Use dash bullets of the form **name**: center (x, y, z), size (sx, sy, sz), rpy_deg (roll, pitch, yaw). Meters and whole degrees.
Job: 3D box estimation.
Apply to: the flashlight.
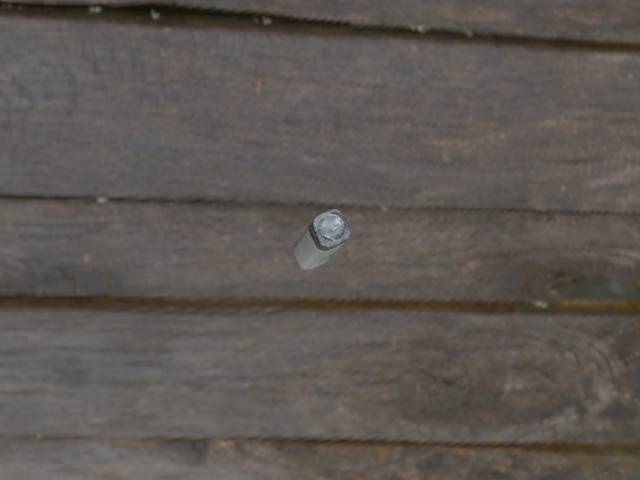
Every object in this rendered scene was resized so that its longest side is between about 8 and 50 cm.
- **flashlight**: center (0.000, 0.000, 0.658), size (0.018, 0.083, 0.018), rpy_deg (-26, 85, -11)
